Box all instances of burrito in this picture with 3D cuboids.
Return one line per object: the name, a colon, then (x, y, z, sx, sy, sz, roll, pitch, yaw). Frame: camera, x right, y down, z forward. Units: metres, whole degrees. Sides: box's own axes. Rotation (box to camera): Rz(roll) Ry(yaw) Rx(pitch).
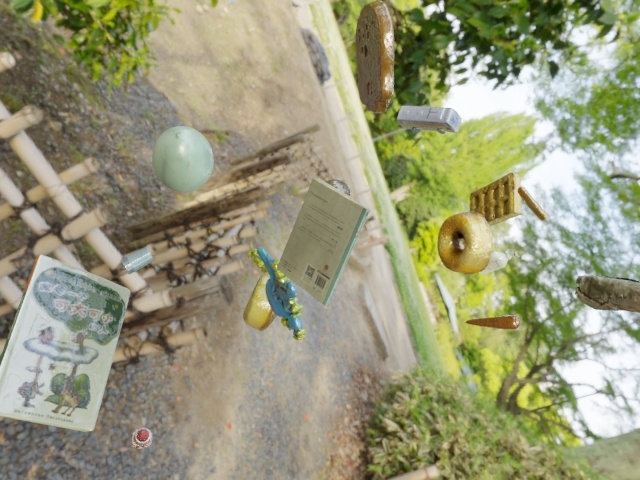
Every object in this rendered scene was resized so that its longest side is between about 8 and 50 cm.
burrito: (0.400, 0.071, 0.713, 0.051, 0.042, 0.171, 50, -10, -11)

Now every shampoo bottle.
shampoo bottle: (0.615, 0.068, 1.915, 0.077, 0.152, 0.045, 49, 41, -21)

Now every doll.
doll: (-0.123, 0.170, 1.850, 0.345, 0.099, 0.341, 64, -20, 0)

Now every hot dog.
hot dog: (0.705, -0.123, 1.832, 0.137, 0.028, 0.044, 52, -21, 13)

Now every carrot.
carrot: (0.565, 0.271, 1.817, 0.048, 0.216, 0.048, 6, 79, -37)

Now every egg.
egg: (-0.385, -0.227, 1.544, 0.231, 0.168, 0.167, 117, -41, -68)

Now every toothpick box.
toothpick box: (-0.549, 0.060, 1.651, 0.052, 0.083, 0.052, 49, -21, 27)

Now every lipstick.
lipstick: (-0.516, 0.569, 1.590, 0.186, 0.063, 0.057, 129, -35, -60)

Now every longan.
longan: (0.051, -0.146, 1.808, 0.119, 0.106, 0.106, 47, 13, -6)

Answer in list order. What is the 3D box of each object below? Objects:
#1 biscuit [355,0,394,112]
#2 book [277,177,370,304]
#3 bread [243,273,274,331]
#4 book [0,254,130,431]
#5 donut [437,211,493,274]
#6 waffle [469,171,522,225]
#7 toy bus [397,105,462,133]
biscuit: (0.134, -0.442, 1.335, 0.273, 0.049, 0.257, -114, -162, -73)
book: (0.000, 0.000, 1.469, 0.215, 0.282, 0.025, 36, 17, 36)
bread: (-0.245, 0.278, 2.456, 0.270, 0.148, 0.269, -156, -90, -86)
book: (-0.615, 0.249, 1.324, 0.260, 0.043, 0.370, 34, 53, -44)
donut: (0.374, 0.008, 1.456, 0.190, 0.075, 0.174, -144, -122, -71)
waffle: (0.698, -0.150, 2.196, 0.274, 0.057, 0.167, 148, -51, -64)
toy bus: (0.331, -0.374, 1.684, 0.075, 0.191, 0.064, 38, 71, -49)
